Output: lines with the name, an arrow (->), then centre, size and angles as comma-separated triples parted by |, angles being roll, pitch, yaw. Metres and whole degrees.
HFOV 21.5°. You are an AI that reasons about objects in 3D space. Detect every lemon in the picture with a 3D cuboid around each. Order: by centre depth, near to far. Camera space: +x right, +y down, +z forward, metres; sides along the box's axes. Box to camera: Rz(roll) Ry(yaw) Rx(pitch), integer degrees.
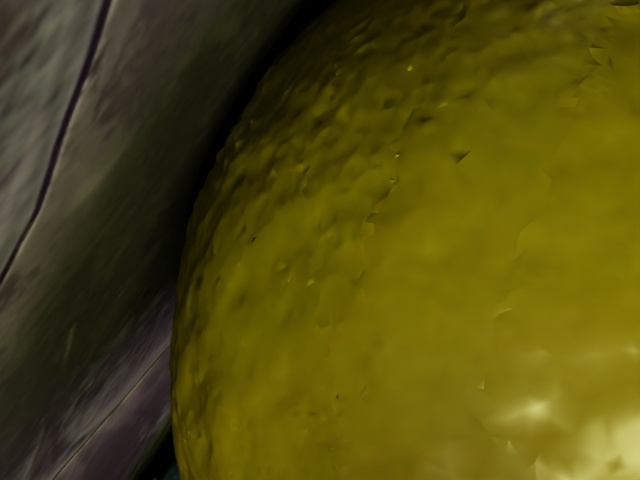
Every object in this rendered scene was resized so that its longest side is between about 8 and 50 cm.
lemon -> 0.100, 0.047, 0.643 | 0.364, 0.364, 0.364 | -55, 175, -7

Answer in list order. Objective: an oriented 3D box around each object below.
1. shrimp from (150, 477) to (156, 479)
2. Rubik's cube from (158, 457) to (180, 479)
shrimp -> -0.166, 0.310, 1.066 | 0.343, 0.116, 0.145 | -58, 177, 4
Rubik's cube -> 0.013, 0.244, 1.250 | 0.287, 0.293, 0.292 | -53, 175, 23
